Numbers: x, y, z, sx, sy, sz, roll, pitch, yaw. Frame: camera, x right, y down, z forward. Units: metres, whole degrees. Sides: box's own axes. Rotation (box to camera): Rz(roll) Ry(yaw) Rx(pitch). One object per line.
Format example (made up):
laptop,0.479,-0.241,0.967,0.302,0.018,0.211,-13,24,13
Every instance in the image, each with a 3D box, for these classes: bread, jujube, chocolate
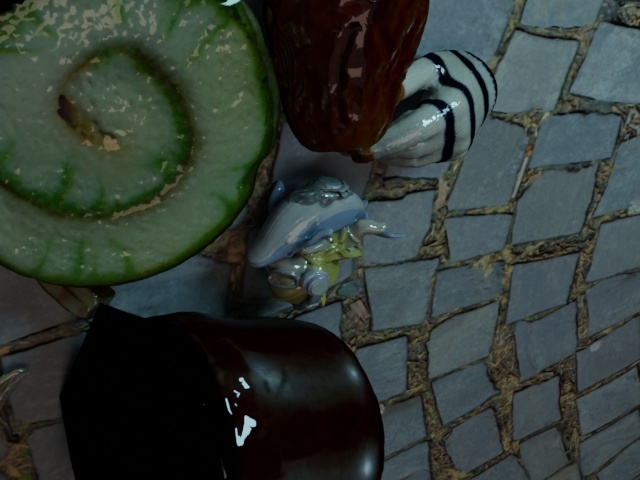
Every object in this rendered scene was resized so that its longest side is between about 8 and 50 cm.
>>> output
bread,-0.286,0.068,1.132,0.043,0.062,0.109,-48,135,6
jujube,0.028,-0.224,1.019,0.190,0.190,0.255,-8,108,-26
chocolate,-0.094,0.239,1.200,0.331,0.384,0.383,-16,129,-40
bread,-0.230,-0.127,0.984,0.382,0.129,0.366,-35,133,-3

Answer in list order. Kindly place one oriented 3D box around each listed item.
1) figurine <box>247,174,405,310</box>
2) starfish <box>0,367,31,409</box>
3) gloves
figurine,0.000,0.000,1.212,0.209,0.128,0.183,-13,129,-28
starfish,-0.544,0.317,1.113,0.398,0.132,0.383,15,105,-21
gloves,0.125,-0.147,1.166,0.218,0.131,0.140,-45,170,-34
